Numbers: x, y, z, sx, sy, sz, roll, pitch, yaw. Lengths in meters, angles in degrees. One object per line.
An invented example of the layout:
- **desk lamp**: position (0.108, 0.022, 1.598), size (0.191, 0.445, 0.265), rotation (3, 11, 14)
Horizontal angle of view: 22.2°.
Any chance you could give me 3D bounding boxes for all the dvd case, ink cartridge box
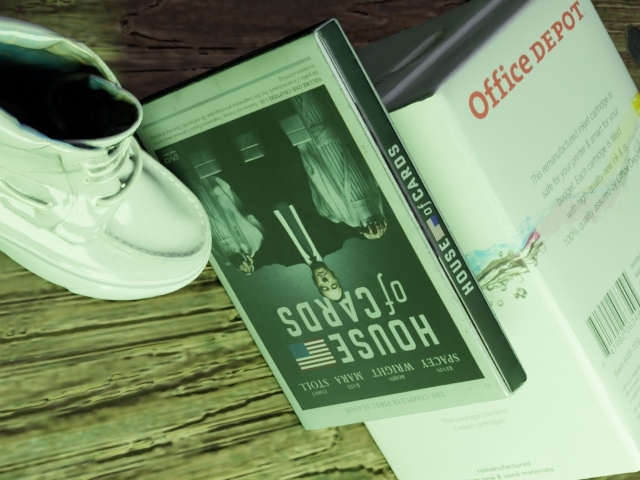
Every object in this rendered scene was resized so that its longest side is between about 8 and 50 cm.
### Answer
- **dvd case**: position (0.000, 0.000, 0.970), size (0.029, 0.179, 0.238), rotation (-39, 106, -41)
- **ink cartridge box**: position (0.111, -0.003, 1.073), size (0.198, 0.197, 0.270), rotation (-44, 110, -44)

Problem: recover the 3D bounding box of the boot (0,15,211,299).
- **boot**: position (-0.132, -0.041, 0.887), size (0.258, 0.123, 0.095), rotation (22, 62, -40)
